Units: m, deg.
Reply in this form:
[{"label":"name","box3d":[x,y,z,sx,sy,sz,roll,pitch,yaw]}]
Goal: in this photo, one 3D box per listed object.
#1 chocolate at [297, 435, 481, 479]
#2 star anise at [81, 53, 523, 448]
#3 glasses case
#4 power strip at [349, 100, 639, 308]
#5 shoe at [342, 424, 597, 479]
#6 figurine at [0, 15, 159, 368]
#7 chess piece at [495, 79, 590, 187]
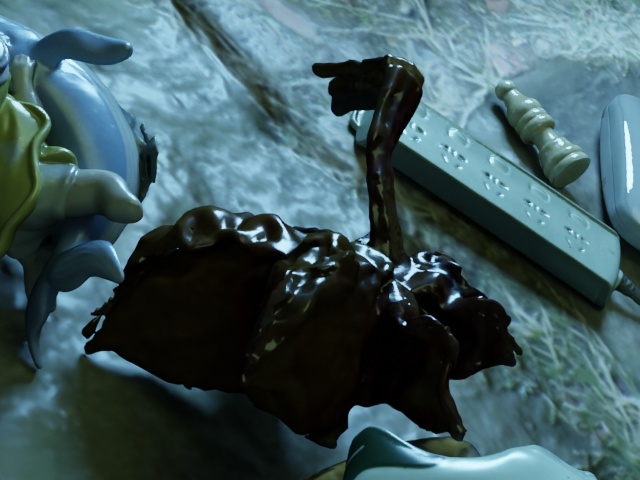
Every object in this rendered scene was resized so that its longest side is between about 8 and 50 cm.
[{"label":"chocolate","box3d":[0.062,0.234,1.015,0.157,0.080,0.254,-15,61,-33]},{"label":"star anise","box3d":[0.000,0.007,1.122,0.237,0.148,0.346,6,38,7]},{"label":"glasses case","box3d":[0.245,-0.051,1.510,0.063,0.041,0.164,28,37,-19]},{"label":"power strip","box3d":[0.131,-0.025,1.392,0.252,0.027,0.060,33,37,-11]},{"label":"shoe","box3d":[0.130,0.151,0.995,0.265,0.095,0.110,8,50,-15]},{"label":"figurine","box3d":[-0.169,-0.043,1.058,0.184,0.128,0.208,-2,58,-41]},{"label":"chess piece","box3d":[0.160,-0.084,1.477,0.035,0.035,0.092,-7,54,-46]}]
